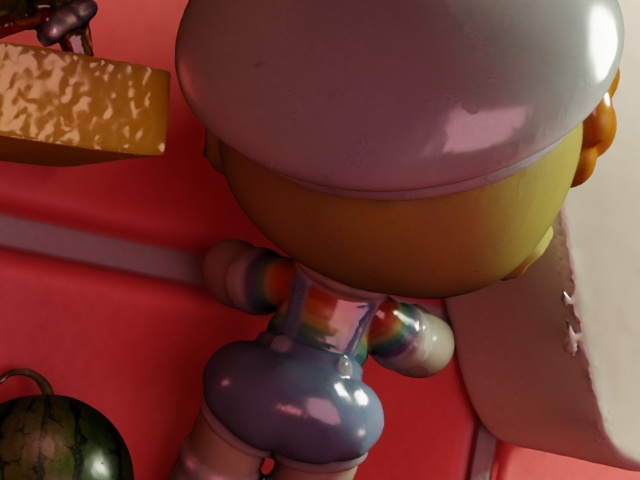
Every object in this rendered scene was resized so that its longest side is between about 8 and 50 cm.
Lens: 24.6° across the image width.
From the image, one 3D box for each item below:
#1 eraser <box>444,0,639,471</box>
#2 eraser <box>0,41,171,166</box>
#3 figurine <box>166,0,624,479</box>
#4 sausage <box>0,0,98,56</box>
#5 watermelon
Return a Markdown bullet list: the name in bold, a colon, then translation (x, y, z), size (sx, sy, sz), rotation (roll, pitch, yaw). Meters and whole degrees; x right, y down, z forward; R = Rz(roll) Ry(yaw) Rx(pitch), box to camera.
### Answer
- **eraser**: translation (0.224, -0.047, 0.945), size (0.331, 0.150, 0.331), rotation (-1, 91, -28)
- **eraser**: translation (-0.144, -0.065, 0.735), size (0.097, 0.122, 0.045), rotation (5, 87, -30)
- **figurine**: translation (0.029, 0.012, 0.754), size (0.224, 0.205, 0.382), rotation (8, 106, 8)
- **sausage**: translation (-0.212, -0.205, 0.699), size (0.317, 0.117, 0.125), rotation (47, 38, -26)
- **watermelon**: translation (-0.143, 0.124, 0.757), size (0.109, 0.109, 0.109), rotation (-1, 92, -31)
